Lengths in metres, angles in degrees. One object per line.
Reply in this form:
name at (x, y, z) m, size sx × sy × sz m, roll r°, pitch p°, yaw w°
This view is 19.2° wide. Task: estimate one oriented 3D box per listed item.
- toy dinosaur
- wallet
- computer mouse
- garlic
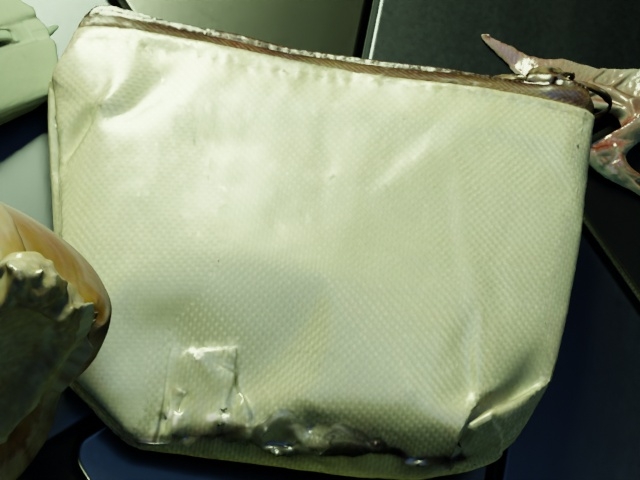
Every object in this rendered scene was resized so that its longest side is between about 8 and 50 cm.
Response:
toy dinosaur at (0.199, -0.078, 1.191) m, size 0.220 × 0.032 × 0.108 m, roll 32°, pitch 68°, yaw 12°
wallet at (0.001, -0.002, 1.087) m, size 0.335 × 0.068 × 0.275 m, roll 8°, pitch 68°, yaw -5°
computer mouse at (-0.224, -0.090, 1.077) m, size 0.181 × 0.056 × 0.089 m, roll -29°, pitch 83°, yaw -23°
garlic at (-0.208, 0.070, 0.963) m, size 0.191 × 0.160 × 0.214 m, roll 28°, pitch 92°, yaw 42°
